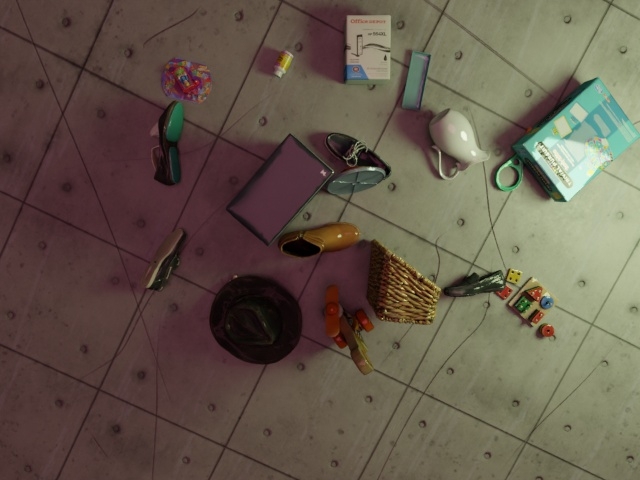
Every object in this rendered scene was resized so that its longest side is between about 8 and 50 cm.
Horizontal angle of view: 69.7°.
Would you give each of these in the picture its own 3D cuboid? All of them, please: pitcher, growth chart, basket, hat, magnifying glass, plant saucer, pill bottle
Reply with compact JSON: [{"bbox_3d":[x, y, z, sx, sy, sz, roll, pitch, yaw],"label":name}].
[{"bbox_3d":[0.439,-0.320,1.546,0.177,0.125,0.207,-38,107,18],"label":"pitcher"},{"bbox_3d":[-0.261,0.248,1.626,0.237,0.021,0.172,42,93,-5],"label":"growth chart"},{"bbox_3d":[0.275,0.125,1.486,0.213,0.299,0.223,5,96,-2],"label":"basket"},{"bbox_3d":[-0.222,0.283,1.554,0.331,0.134,0.332,0,93,-2],"label":"hat"},{"bbox_3d":[0.682,-0.280,1.595,0.092,0.026,0.231,25,94,-4],"label":"magnifying glass"},{"bbox_3d":[0.325,-0.541,1.564,0.067,0.018,0.192,10,94,-2],"label":"plant saucer"},{"bbox_3d":[-0.127,-0.588,1.535,0.043,0.043,0.083,27,94,-4],"label":"pill bottle"}]

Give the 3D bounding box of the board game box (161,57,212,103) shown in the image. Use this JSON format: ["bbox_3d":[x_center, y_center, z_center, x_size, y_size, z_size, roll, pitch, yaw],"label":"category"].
[{"bbox_3d":[-0.451,-0.539,1.538,0.168,0.033,0.133,12,95,-3],"label":"board game box"}]

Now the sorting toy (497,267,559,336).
[{"bbox_3d":[0.758,0.217,1.635,0.274,0.046,0.132,41,93,-4],"label":"sorting toy"}]

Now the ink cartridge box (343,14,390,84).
[{"bbox_3d":[0.152,-0.627,1.517,0.148,0.086,0.203,-1,96,-1],"label":"ink cartridge box"}]

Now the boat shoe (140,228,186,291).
[{"bbox_3d":[-0.527,0.067,1.586,0.079,0.084,0.233,32,87,-42],"label":"boat shoe"}]

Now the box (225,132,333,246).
[{"bbox_3d":[-0.120,-0.158,1.453,0.182,0.294,0.296,41,93,-5],"label":"box"}]

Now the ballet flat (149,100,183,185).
[{"bbox_3d":[-0.520,-0.325,1.531,0.096,0.095,0.281,6,96,10],"label":"ballet flat"}]

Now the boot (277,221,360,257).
[{"bbox_3d":[0.000,0.000,1.507,0.283,0.220,0.109,-1,95,-1],"label":"boot"}]

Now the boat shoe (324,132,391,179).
[{"bbox_3d":[0.128,-0.285,1.553,0.254,0.079,0.095,36,93,-5],"label":"boat shoe"}]

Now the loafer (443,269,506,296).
[{"bbox_3d":[0.538,0.151,1.612,0.223,0.076,0.078,-9,91,-5],"label":"loafer"}]

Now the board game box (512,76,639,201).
[{"bbox_3d":[0.862,-0.335,1.553,0.336,0.079,0.254,-41,98,0],"label":"board game box"}]

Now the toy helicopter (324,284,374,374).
[{"bbox_3d":[0.091,0.291,1.471,0.140,0.355,0.235,-32,113,2],"label":"toy helicopter"}]

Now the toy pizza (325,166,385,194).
[{"bbox_3d":[0.113,-0.203,1.508,0.201,0.201,0.032,-12,76,0],"label":"toy pizza"}]
